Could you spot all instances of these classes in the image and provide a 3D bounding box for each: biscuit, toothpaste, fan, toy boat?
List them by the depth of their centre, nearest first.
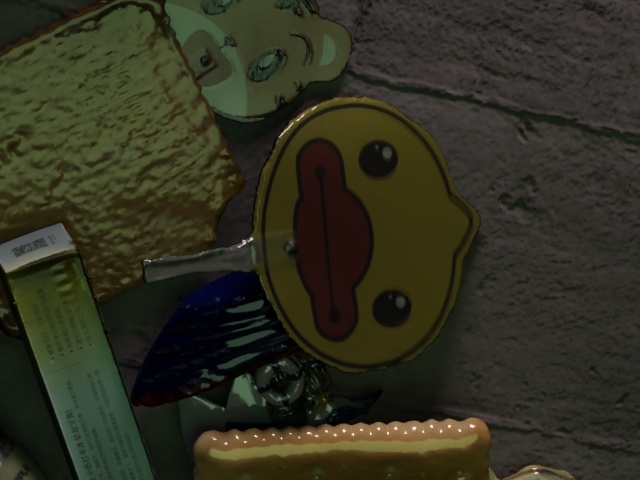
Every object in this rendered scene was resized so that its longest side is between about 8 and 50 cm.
[{"bbox_3d":[-0.194,-0.059,1.608,0.237,0.013,0.232,-26,109,-3],"label":"biscuit"},{"bbox_3d":[-0.001,0.000,1.614,0.335,0.011,0.229,-8,94,-35],"label":"fan"},{"bbox_3d":[-0.183,0.144,1.620,0.071,0.089,0.312,-21,110,-12],"label":"toothpaste"},{"bbox_3d":[-0.095,-0.145,1.621,0.227,0.008,0.152,-36,108,-3],"label":"fan"},{"bbox_3d":[0.018,0.223,1.671,0.250,0.030,0.160,-1,119,-5],"label":"biscuit"},{"bbox_3d":[-0.057,0.159,1.684,0.219,0.072,0.318,5,112,-17],"label":"toy boat"}]

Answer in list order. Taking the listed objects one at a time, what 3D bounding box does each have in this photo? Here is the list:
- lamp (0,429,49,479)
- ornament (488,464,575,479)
[{"bbox_3d":[-0.288,0.191,1.609,0.101,0.101,0.250,-46,105,1],"label":"lamp"},{"bbox_3d":[0.130,0.266,1.751,0.201,0.059,0.180,20,101,-14],"label":"ornament"}]
